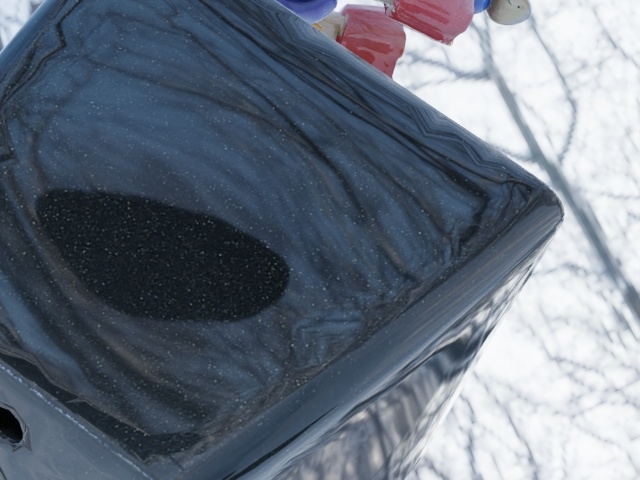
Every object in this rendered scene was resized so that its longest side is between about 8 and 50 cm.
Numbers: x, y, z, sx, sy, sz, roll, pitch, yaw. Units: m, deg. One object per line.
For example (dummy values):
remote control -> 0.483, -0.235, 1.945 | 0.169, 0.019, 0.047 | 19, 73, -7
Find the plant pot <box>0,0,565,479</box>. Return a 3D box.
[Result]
plant pot -> -0.060, 0.036, 0.553 | 0.167, 0.187, 0.188 | -45, -15, -43

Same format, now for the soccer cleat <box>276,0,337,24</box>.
soccer cleat -> -0.006, -0.228, 0.712 | 0.093, 0.121, 0.289 | -29, -34, -38

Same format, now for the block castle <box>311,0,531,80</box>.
block castle -> 0.000, 0.000, 1.228 | 0.212, 0.453, 0.303 | 14, -10, -11
